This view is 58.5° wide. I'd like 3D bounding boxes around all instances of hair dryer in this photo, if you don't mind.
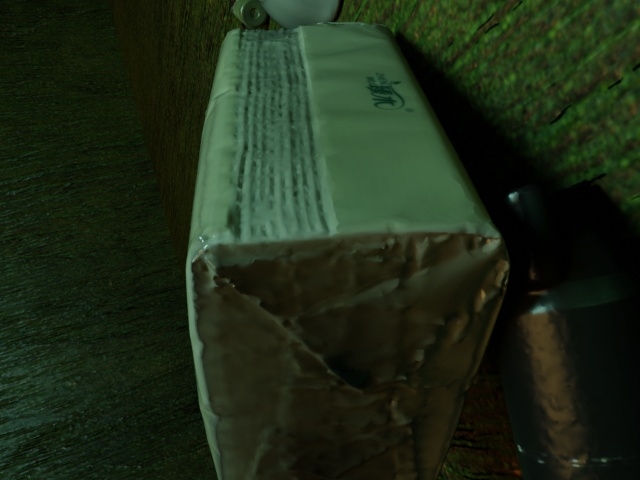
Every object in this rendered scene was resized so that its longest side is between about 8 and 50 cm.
[{"bbox_3d":[0.227,0.067,0.304,0.302,0.116,0.244,-14,89,56],"label":"hair dryer"}]

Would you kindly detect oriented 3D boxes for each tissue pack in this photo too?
[{"bbox_3d":[0.000,0.000,0.526,0.380,0.207,0.297,-98,8,-51],"label":"tissue pack"}]

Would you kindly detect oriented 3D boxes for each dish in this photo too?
[{"bbox_3d":[-0.052,-0.367,0.734,0.229,0.081,0.229,-13,90,68],"label":"dish"}]

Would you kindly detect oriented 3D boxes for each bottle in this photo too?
[{"bbox_3d":[-0.121,-0.382,0.942,0.063,0.047,0.101,-56,33,11],"label":"bottle"}]

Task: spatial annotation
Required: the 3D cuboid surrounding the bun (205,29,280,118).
[{"bbox_3d":[-0.059,-0.176,0.791,0.229,0.145,0.229,17,125,26],"label":"bun"}]
